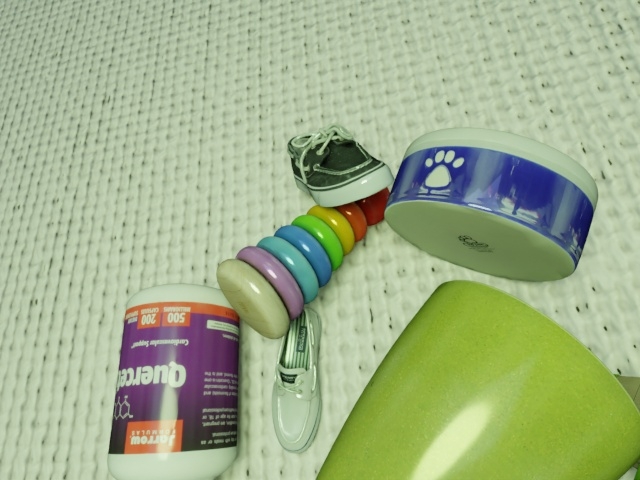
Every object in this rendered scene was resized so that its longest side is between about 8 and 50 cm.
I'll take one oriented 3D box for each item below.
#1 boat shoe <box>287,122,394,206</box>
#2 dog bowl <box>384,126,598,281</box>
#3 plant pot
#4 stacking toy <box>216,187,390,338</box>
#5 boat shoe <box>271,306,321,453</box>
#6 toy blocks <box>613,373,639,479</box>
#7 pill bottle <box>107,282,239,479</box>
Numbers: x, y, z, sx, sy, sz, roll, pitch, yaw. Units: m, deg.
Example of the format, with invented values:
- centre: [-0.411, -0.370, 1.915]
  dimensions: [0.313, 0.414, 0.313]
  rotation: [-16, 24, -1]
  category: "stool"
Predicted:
- centre: [0.014, -0.134, 0.705]
  dimensions: [0.113, 0.105, 0.306]
  rotation: [-25, 21, -7]
  category: "boat shoe"
- centre: [0.228, -0.040, 0.614]
  dimensions: [0.264, 0.265, 0.104]
  rotation: [18, 77, 21]
  category: "dog bowl"
- centre: [0.135, 0.241, 0.486]
  dimensions: [0.293, 0.275, 0.275]
  rotation: [-38, 63, -17]
  category: "plant pot"
- centre: [0.000, 0.000, 0.701]
  dimensions: [0.141, 0.141, 0.330]
  rotation: [36, 61, 25]
  category: "stacking toy"
- centre: [-0.044, 0.214, 0.690]
  dimensions: [0.083, 0.076, 0.227]
  rotation: [-5, 68, 14]
  category: "boat shoe"
- centre: [0.475, 0.245, 0.407]
  dimensions: [0.260, 0.381, 0.191]
  rotation: [30, 78, 8]
  category: "toy blocks"
- centre: [-0.218, 0.240, 0.669]
  dimensions: [0.181, 0.181, 0.323]
  rotation: [-9, 67, 12]
  category: "pill bottle"
